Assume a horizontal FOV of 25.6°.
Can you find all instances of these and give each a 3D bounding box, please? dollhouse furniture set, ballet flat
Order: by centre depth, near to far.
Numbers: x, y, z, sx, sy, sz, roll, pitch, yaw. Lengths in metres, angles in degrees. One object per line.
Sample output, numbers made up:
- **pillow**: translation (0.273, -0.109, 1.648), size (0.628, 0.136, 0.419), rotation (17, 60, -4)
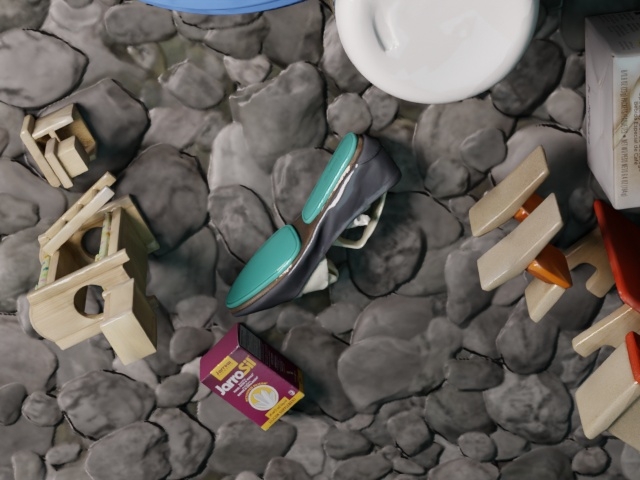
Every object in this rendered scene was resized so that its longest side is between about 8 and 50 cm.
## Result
- **dollhouse furniture set**: translation (-0.213, 0.003, 1.137), size (0.101, 0.182, 0.161), rotation (-25, 117, 7)
- **dollhouse furniture set**: translation (0.275, 0.056, 1.169), size (0.262, 0.259, 0.135), rotation (32, 119, -21)
- **ballet flat**: translation (0.000, 0.000, 1.221), size (0.074, 0.074, 0.203), rotation (32, 107, -19)

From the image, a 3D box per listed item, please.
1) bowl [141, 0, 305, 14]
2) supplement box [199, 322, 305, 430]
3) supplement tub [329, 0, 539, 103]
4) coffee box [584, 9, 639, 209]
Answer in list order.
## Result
- **bowl**: translation (-0.076, -0.347, 0.926), size (0.391, 0.077, 0.391), rotation (2, 96, 20)
- **supplement box**: translation (-0.062, 0.125, 1.290), size (0.083, 0.043, 0.055), rotation (39, 109, -21)
- **supplement tub**: translation (0.074, -0.199, 1.053), size (0.144, 0.199, 0.144), rotation (-2, 116, -5)
- **coffee box**: translation (0.353, -0.122, 1.175), size (0.247, 0.098, 0.141), rotation (-8, 118, -1)
